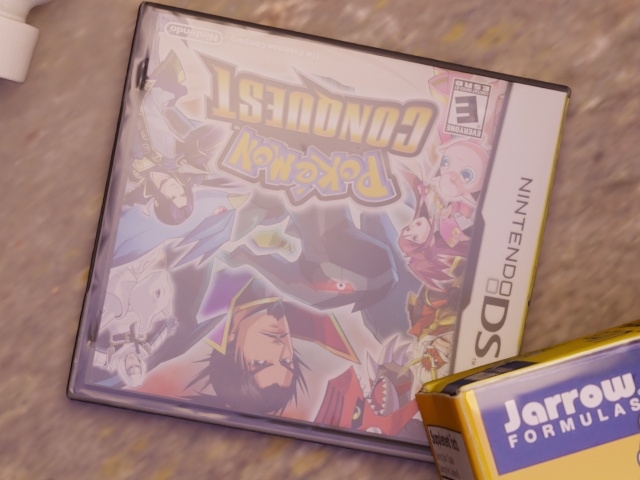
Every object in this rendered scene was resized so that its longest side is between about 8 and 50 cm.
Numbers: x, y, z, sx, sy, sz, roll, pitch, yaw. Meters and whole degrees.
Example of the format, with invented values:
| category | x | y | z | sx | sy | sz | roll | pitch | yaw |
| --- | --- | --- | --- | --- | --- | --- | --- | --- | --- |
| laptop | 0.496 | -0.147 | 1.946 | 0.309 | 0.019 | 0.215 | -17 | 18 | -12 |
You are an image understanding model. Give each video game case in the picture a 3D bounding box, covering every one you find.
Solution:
| category | x | y | z | sx | sy | sz | roll | pitch | yaw |
| --- | --- | --- | --- | --- | --- | --- | --- | --- | --- |
| video game case | 0.000 | 0.000 | 1.170 | 0.275 | 0.035 | 0.248 | 11 | 92 | -7 |

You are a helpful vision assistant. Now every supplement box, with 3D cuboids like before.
| category | x | y | z | sx | sy | sz | roll | pitch | yaw |
| --- | --- | --- | --- | --- | --- | --- | --- | --- | --- |
| supplement box | 0.203 | 0.226 | 1.067 | 0.195 | 0.194 | 0.356 | -16 | 88 | -5 |

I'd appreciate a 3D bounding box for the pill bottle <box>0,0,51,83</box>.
| category | x | y | z | sx | sy | sz | roll | pitch | yaw |
| --- | --- | --- | --- | --- | --- | --- | --- | --- | --- |
| pill bottle | -0.191 | -0.211 | 1.096 | 0.121 | 0.121 | 0.221 | 16 | 92 | -7 |
